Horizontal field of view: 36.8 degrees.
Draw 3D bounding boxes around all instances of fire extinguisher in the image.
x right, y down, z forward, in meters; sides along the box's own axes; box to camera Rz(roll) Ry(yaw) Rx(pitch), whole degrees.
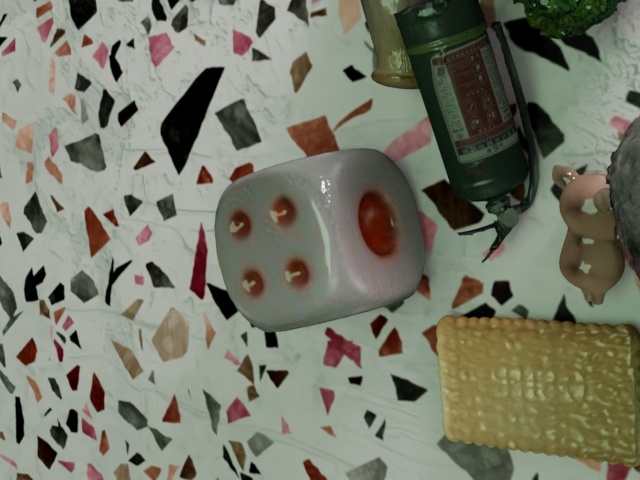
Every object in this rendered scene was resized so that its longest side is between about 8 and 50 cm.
[{"bbox_3d":[0.171,-0.123,1.057,0.093,0.118,0.294,-142,30,-74],"label":"fire extinguisher"}]

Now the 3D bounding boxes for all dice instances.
[{"bbox_3d":[0.000,0.000,1.166,0.192,0.194,0.193,-17,88,37],"label":"dice"}]

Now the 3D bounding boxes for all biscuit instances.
[{"bbox_3d":[0.247,0.166,1.100,0.249,0.030,0.160,-2,95,38],"label":"biscuit"}]

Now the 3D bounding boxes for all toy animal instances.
[{"bbox_3d":[0.287,-0.006,1.011,0.083,0.089,0.150,2,107,34],"label":"toy animal"}]

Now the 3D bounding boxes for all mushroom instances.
[{"bbox_3d":[0.087,-0.295,1.107,0.108,0.096,0.247,-179,81,-73],"label":"mushroom"}]

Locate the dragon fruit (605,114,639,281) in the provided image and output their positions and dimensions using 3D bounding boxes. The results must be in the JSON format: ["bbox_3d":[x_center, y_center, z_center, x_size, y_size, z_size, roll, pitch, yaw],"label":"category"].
[{"bbox_3d":[0.375,-0.029,0.819,0.204,0.221,0.283,-13,91,2],"label":"dragon fruit"}]

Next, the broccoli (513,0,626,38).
[{"bbox_3d":[0.213,-0.344,0.915,0.308,0.275,0.308,50,149,46],"label":"broccoli"}]
